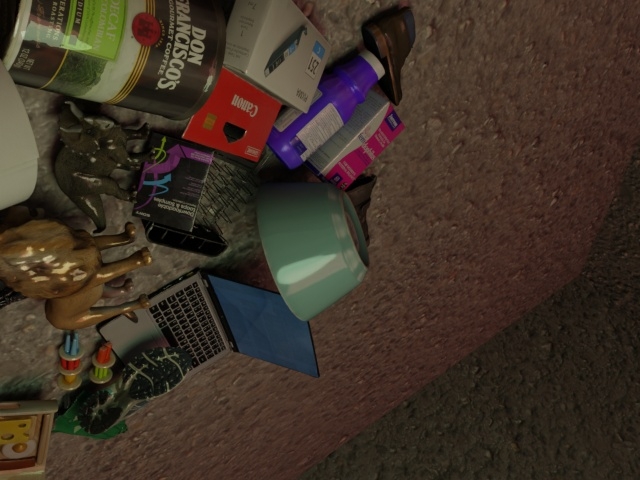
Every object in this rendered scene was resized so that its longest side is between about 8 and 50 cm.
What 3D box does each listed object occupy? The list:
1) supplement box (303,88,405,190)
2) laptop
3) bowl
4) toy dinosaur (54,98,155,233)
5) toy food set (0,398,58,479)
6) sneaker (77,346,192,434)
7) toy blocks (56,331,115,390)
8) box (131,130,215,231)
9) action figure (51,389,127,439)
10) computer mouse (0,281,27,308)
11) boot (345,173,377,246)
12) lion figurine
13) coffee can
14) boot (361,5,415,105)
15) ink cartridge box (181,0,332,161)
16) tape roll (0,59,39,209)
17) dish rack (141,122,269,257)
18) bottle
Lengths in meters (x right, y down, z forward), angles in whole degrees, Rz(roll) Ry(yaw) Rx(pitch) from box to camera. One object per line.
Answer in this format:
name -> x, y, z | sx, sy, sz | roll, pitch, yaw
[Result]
supplement box -> 0.062, -0.227, 1.316 | 0.220, 0.114, 0.111 | -47, 145, 4
laptop -> -0.249, 0.276, 1.441 | 0.408, 0.236, 0.382 | -31, 144, -17
bowl -> 0.000, 0.000, 1.256 | 0.163, 0.312, 0.311 | -18, 148, 13
toy dinosaur -> -0.377, -0.134, 0.996 | 0.160, 0.121, 0.313 | 5, 146, -32
toy food set -> -0.696, 0.458, 1.269 | 0.219, 0.092, 0.306 | 5, 126, -29
sneaker -> -0.426, 0.339, 1.392 | 0.283, 0.110, 0.122 | -32, 171, -4
toy blocks -> -0.514, 0.257, 1.309 | 0.123, 0.054, 0.148 | -6, 132, -35
box -> -0.272, -0.107, 1.092 | 0.116, 0.029, 0.162 | 15, 104, -12
action figure -> -0.559, 0.445, 1.466 | 0.137, 0.063, 0.232 | -43, 142, -3
computer mouse -> -0.571, 0.039, 1.003 | 0.188, 0.072, 0.272 | -28, 144, -19
boot -> 0.034, -0.046, 1.525 | 0.263, 0.091, 0.229 | -29, 139, -26
lion figurine -> -0.437, 0.084, 1.059 | 0.240, 0.142, 0.392 | -20, 148, -27
coffee can -> -0.298, -0.288, 0.804 | 0.275, 0.201, 0.201 | 3, 126, -46
boot -> 0.169, -0.391, 1.270 | 0.106, 0.082, 0.219 | -36, 144, -5
ink cartridge box -> -0.093, -0.263, 1.014 | 0.261, 0.066, 0.296 | -68, 164, 7
tape roll -> -0.479, -0.128, 0.691 | 0.169, 0.246, 0.246 | -34, 149, -44
dish rack -> -0.222, -0.103, 1.199 | 0.271, 0.074, 0.208 | -53, 146, 14
bottle -> 0.008, -0.274, 1.222 | 0.283, 0.092, 0.118 | -43, 157, 0
